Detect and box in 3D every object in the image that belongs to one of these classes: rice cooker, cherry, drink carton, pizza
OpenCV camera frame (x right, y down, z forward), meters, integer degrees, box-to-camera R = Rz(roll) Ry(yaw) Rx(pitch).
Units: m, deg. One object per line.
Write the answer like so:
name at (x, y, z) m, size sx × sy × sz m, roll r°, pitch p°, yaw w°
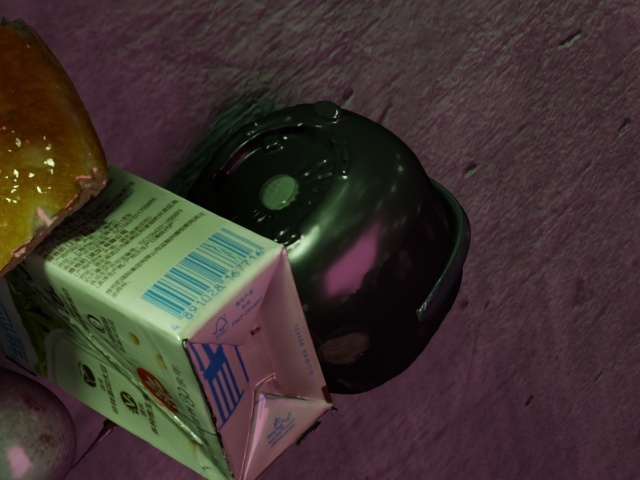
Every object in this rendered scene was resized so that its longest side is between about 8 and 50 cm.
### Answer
rice cooker at (0.000, 0.000, 1.726) m, size 0.267 × 0.267 × 0.224 m, roll -53°, pitch 137°, yaw -16°
cherry at (-0.269, 0.161, 1.622) m, size 0.148 × 0.115 × 0.188 m, roll 51°, pitch 54°, yaw -7°
drink carton at (-0.155, 0.055, 1.506) m, size 0.132 × 0.325 × 0.194 m, roll -41°, pitch 136°, yaw -29°
pizza at (-0.312, -0.041, 1.419) m, size 0.297 × 0.189 × 0.071 m, roll -37°, pitch 178°, yaw -19°
